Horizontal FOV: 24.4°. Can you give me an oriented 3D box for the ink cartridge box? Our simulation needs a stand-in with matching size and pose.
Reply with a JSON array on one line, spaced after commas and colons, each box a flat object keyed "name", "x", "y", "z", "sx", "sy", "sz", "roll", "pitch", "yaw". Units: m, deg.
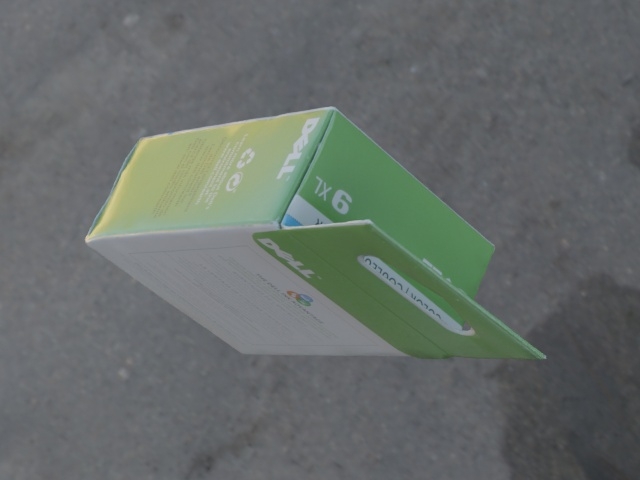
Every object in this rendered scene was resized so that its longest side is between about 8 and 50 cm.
[{"name": "ink cartridge box", "x": 0.000, "y": 0.000, "z": 0.648, "sx": 0.209, "sy": 0.109, "sz": 0.062, "roll": -4, "pitch": 54, "yaw": 52}]
